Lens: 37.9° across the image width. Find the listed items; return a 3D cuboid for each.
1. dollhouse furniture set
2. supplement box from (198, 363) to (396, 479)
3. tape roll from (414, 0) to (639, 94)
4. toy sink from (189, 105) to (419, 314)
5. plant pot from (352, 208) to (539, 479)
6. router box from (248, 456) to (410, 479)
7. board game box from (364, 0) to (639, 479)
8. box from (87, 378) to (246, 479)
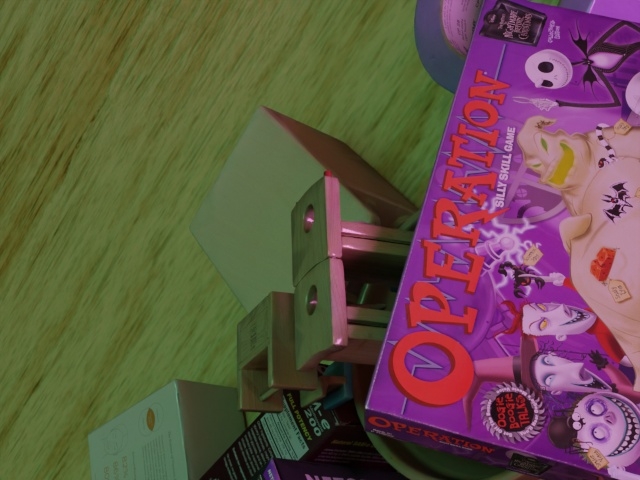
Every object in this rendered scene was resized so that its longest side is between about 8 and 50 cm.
[{"bbox_3d":[0.026,0.051,0.716,0.183,0.129,0.129,136,137,-56],"label":"dollhouse furniture set"},{"bbox_3d":[-0.026,0.220,0.852,0.239,0.130,0.073,-48,48,22],"label":"supplement box"},{"bbox_3d":[0.179,-0.203,0.815,0.189,0.080,0.189,-17,65,41],"label":"tape roll"},{"bbox_3d":[0.000,0.000,0.895,0.153,0.131,0.234,-59,41,14],"label":"toy sink"},{"bbox_3d":[0.142,0.082,0.737,0.237,0.109,0.237,-19,63,42],"label":"plant pot"},{"bbox_3d":[-0.010,0.247,0.792,0.133,0.179,0.046,-48,47,23],"label":"router box"},{"bbox_3d":[0.173,-0.011,0.623,0.208,0.056,0.347,11,61,13],"label":"board game box"},{"bbox_3d":[-0.165,0.245,1.011,0.170,0.091,0.130,-33,56,34],"label":"box"}]
